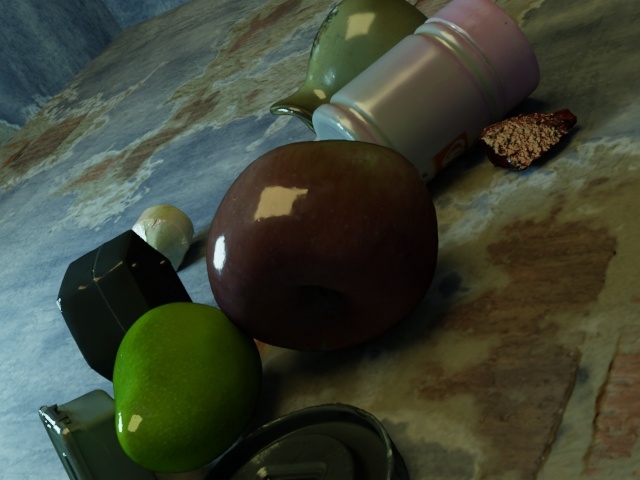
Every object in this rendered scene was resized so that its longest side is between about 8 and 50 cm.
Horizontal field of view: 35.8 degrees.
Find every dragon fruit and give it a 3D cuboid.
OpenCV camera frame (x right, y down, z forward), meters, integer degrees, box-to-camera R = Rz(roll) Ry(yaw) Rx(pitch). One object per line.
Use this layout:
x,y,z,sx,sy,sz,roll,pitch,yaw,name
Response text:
0.313,-0.150,1.468,0.131,0.063,0.097,-37,59,-5,dragon fruit

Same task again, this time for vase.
0.067,-0.277,1.801,0.302,0.241,0.329,-50,0,-4,vase

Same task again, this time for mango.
-0.174,0.182,1.239,0.156,0.192,0.343,-54,3,14,mango

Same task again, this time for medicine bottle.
0.166,-0.217,1.558,0.316,0.202,0.202,-39,27,-9,medicine bottle

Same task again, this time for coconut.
-0.293,0.001,1.818,0.116,0.116,0.122,-25,22,17,coconut

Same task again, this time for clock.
-0.033,0.299,1.082,0.280,0.055,0.280,-26,28,15,clock

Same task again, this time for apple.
0.000,0.000,1.284,0.305,0.306,0.235,-22,44,22,apple

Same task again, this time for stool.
-0.286,0.108,1.517,0.141,0.232,0.232,-32,26,10,stool

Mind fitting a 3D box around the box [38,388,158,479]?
-0.284,0.279,1.291,0.093,0.172,0.124,-28,23,-25,box
